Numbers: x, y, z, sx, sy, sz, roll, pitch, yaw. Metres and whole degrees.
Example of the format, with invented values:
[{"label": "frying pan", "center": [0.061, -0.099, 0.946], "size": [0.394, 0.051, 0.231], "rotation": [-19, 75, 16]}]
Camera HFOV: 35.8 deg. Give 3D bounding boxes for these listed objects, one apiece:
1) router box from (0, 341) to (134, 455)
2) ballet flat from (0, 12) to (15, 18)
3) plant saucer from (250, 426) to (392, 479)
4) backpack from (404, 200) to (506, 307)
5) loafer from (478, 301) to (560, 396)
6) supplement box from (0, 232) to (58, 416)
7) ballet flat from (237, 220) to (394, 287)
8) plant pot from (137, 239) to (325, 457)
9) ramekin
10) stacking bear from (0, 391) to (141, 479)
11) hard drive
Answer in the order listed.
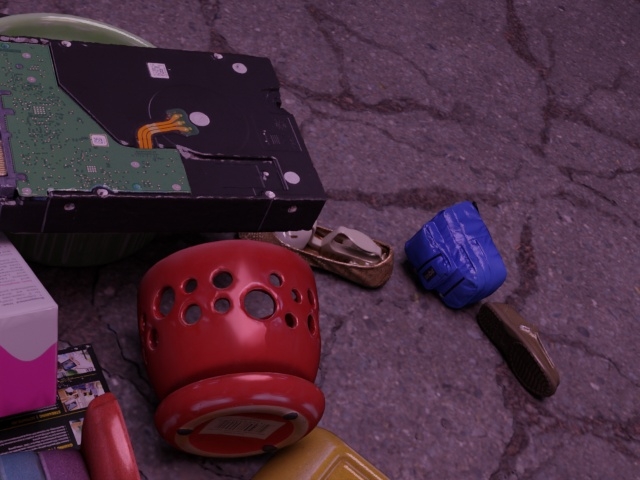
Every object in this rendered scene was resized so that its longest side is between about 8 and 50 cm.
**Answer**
[{"label": "router box", "center": [-0.288, 0.178, 0.955], "size": [0.179, 0.046, 0.133], "rotation": [-9, 54, -32]}, {"label": "ballet flat", "center": [-0.443, -0.251, 1.267], "size": [0.280, 0.095, 0.096], "rotation": [21, 52, 9]}, {"label": "plant saucer", "center": [0.038, 0.351, 0.927], "size": [0.333, 0.081, 0.333], "rotation": [37, 44, 10]}, {"label": "backpack", "center": [0.175, 0.028, 1.298], "size": [0.101, 0.098, 0.120], "rotation": [-22, 74, -29]}, {"label": "loafer", "center": [0.262, 0.132, 1.266], "size": [0.050, 0.056, 0.148], "rotation": [-16, 57, -29]}, {"label": "supplement box", "center": [-0.338, 0.065, 0.939], "size": [0.114, 0.111, 0.220], "rotation": [-11, 32, -34]}, {"label": "ballet flat", "center": [0.000, 0.000, 1.254], "size": [0.206, 0.067, 0.073], "rotation": [15, 44, -13]}, {"label": "plant pot", "center": [-0.090, 0.120, 1.014], "size": [0.191, 0.191, 0.174], "rotation": [6, 56, -22]}, {"label": "ramekin", "center": [-0.293, -0.113, 1.157], "size": [0.303, 0.148, 0.303], "rotation": [14, 44, -14]}, {"label": "stacking bear", "center": [-0.289, 0.254, 0.796], "size": [0.289, 0.175, 0.164], "rotation": [-13, 66, -20]}, {"label": "hard drive", "center": [-0.184, -0.111, 1.052], "size": [0.339, 0.064, 0.237], "rotation": [-1, 50, -28]}]
